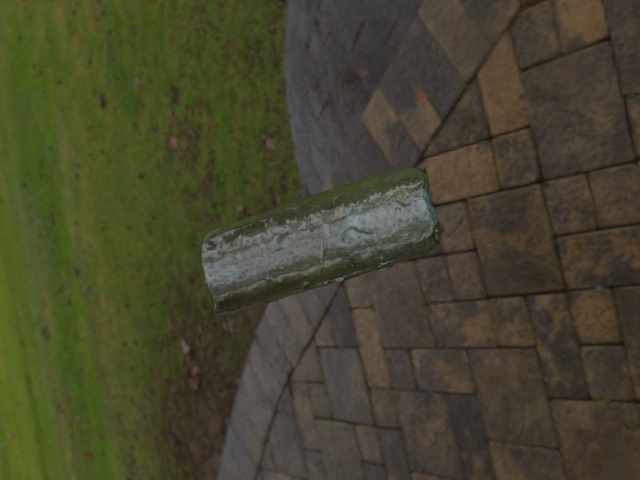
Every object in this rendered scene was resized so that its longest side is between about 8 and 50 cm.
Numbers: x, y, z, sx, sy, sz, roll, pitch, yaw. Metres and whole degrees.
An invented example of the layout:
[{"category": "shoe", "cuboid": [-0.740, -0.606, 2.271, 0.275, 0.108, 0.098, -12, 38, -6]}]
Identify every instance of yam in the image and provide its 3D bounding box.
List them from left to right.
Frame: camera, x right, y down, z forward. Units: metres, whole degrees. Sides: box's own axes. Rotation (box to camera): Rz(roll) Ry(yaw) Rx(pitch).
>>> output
[{"category": "yam", "cuboid": [0.000, 0.000, 0.941, 0.106, 0.259, 0.106, -17, -90, -81]}]
